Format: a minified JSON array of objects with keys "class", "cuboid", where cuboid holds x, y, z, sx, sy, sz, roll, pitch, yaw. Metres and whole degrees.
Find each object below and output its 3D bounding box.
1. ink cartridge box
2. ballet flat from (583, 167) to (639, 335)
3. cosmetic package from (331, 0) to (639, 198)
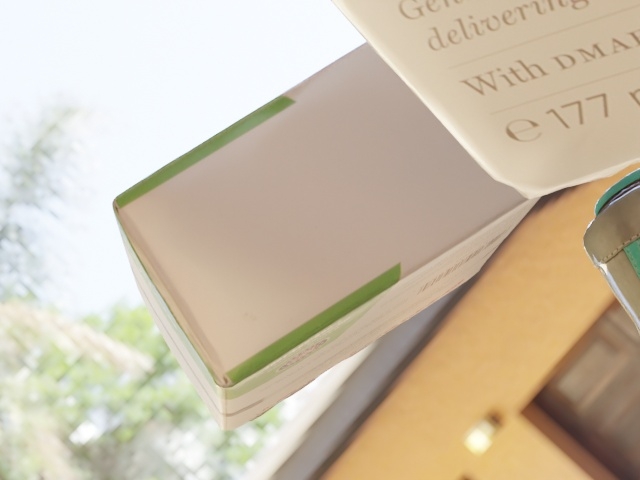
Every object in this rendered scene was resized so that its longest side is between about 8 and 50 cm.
[{"class":"ink cartridge box","cuboid":[0.000,0.000,0.830,0.160,0.092,0.219,-32,-7,-9]},{"class":"ballet flat","cuboid":[0.174,0.009,0.649,0.213,0.068,0.072,-3,-30,-42]},{"class":"cosmetic package","cuboid":[0.030,-0.194,0.324,0.217,0.385,0.156,-16,47,38]}]
